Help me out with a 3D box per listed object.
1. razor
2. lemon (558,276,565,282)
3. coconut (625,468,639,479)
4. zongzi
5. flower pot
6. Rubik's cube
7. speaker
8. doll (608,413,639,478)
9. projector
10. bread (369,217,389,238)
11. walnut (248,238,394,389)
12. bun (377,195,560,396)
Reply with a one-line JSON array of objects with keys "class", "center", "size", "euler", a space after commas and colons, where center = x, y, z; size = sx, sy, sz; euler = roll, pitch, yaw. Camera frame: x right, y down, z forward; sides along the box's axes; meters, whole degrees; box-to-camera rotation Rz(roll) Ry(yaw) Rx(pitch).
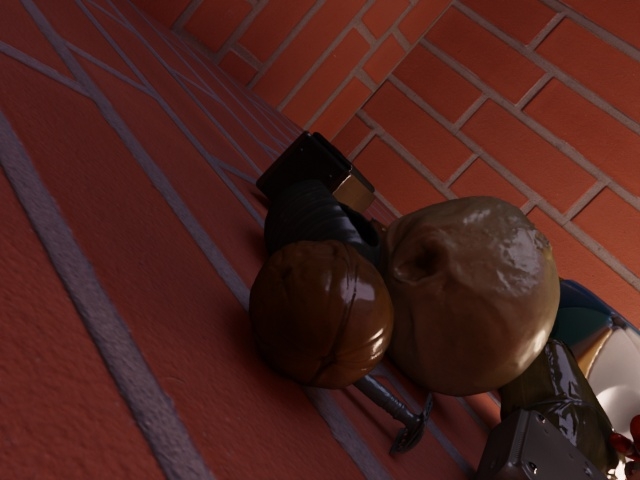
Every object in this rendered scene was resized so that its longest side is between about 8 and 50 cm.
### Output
[{"class": "razor", "center": [0.040, 0.172, 0.819], "size": [0.232, 0.068, 0.106], "euler": [38, 8, 12]}, {"class": "lemon", "center": [0.651, 0.243, 1.975], "size": [0.364, 0.364, 0.364], "euler": [41, 11, -9]}, {"class": "coconut", "center": [0.566, 0.490, 0.979], "size": [0.245, 0.233, 0.233], "euler": [35, 12, -19]}, {"class": "zongzi", "center": [0.462, 0.422, 1.143], "size": [0.356, 0.174, 0.393], "euler": [51, 28, -23]}, {"class": "flower pot", "center": [0.000, 0.000, 1.054], "size": [0.189, 0.157, 0.243], "euler": [34, 14, -32]}, {"class": "Rubik's cube", "center": [0.683, 0.350, 1.610], "size": [0.352, 0.347, 0.351], "euler": [41, 11, -7]}, {"class": "speaker", "center": [-0.003, -0.110, 1.409], "size": [0.153, 0.192, 0.231], "euler": [45, 7, 20]}, {"class": "doll", "center": [0.622, 0.403, 1.103], "size": [0.200, 0.105, 0.336], "euler": [1, -36, 30]}, {"class": "projector", "center": [0.325, 0.364, 0.822], "size": [0.250, 0.108, 0.198], "euler": [44, 22, 12]}, {"class": "bread", "center": [0.226, 0.074, 1.696], "size": [0.246, 0.111, 0.239], "euler": [37, 11, -23]}, {"class": "walnut", "center": [0.000, 0.081, 0.730], "size": [0.167, 0.167, 0.207], "euler": [38, 13, -21]}, {"class": "bun", "center": [0.217, 0.077, 1.088], "size": [0.202, 0.364, 0.364], "euler": [27, 18, -44]}]
